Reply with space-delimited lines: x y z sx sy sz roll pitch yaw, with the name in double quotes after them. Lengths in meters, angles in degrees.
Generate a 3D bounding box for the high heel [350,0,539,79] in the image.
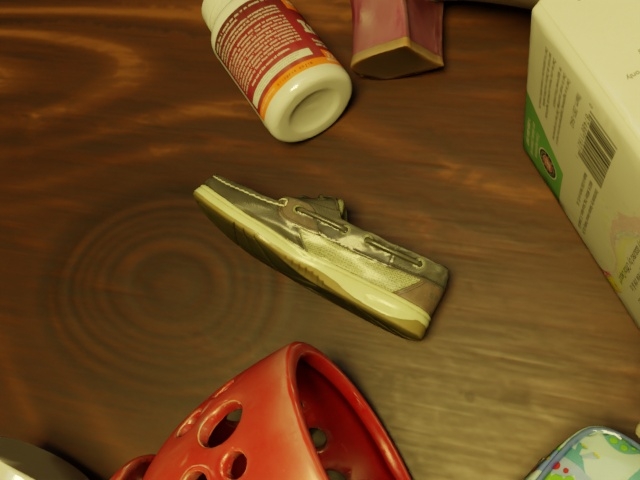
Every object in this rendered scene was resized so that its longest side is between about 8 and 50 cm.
0.172 -0.253 0.559 0.377 0.127 0.181 -5 79 34 "high heel"

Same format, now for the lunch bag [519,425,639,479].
0.199 0.241 0.453 0.219 0.090 0.176 40 85 23 "lunch bag"

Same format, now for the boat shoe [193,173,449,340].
0.000 0.000 0.598 0.224 0.080 0.073 30 76 17 "boat shoe"

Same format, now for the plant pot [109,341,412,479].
-0.037 0.189 0.486 0.174 0.191 0.191 -32 67 12 "plant pot"

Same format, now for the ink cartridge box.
0.250 -0.020 0.466 0.117 0.201 0.278 -27 68 4 "ink cartridge box"

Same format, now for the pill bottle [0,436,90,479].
-0.274 0.285 0.534 0.146 0.146 0.264 24 80 21 "pill bottle"

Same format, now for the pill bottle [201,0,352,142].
-0.044 -0.169 0.657 0.086 0.086 0.152 -35 67 1 "pill bottle"

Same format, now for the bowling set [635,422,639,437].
0.257 -0.019 0.298 0.287 0.154 0.199 -11 51 10 "bowling set"
